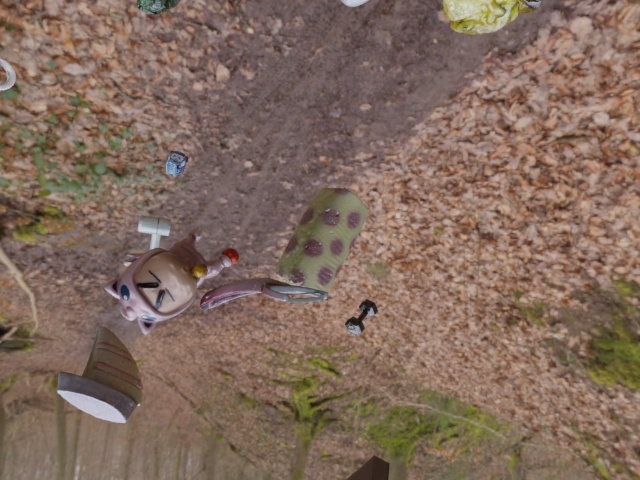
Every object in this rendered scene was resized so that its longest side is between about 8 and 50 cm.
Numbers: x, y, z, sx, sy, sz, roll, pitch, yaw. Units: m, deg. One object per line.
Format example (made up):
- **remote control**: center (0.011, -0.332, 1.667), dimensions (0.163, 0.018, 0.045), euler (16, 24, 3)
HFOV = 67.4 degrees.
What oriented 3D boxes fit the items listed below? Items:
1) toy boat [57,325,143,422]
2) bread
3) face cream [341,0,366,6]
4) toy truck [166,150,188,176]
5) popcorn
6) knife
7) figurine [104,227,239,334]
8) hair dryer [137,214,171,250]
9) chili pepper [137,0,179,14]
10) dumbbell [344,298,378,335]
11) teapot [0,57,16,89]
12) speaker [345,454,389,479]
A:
- **toy boat**: center (-0.683, 0.450, 1.569), dimensions (0.111, 0.293, 0.276), euler (-32, 108, 26)
- **bread**: center (0.000, 0.000, 1.514), dimensions (0.155, 0.338, 0.187), euler (37, 166, -32)
- **face cream**: center (0.036, -0.627, 0.888), dimensions (0.336, 0.163, 0.080), euler (54, 177, -35)
- **toy truck**: center (-0.441, -0.229, 1.447), dimensions (0.056, 0.073, 0.090), euler (21, -158, -9)
- **popcorn**: center (0.333, -0.494, 0.927), dimensions (0.168, 0.173, 0.195), euler (11, 178, -15)
- **knife**: center (-0.121, 0.096, 0.871), dimensions (0.278, 0.053, 0.123), euler (-9, 167, 39)
- **figurine**: center (-0.328, 0.065, 1.079), dimensions (0.186, 0.176, 0.287), euler (-31, -176, 45)
- **hair dryer**: center (-0.461, 0.001, 1.314), dimensions (0.082, 0.137, 0.047), euler (7, -164, -21)
- **chili pepper**: center (-0.356, -0.570, 1.006), dimensions (0.062, 0.108, 0.216), euler (20, 162, 5)
- **dumbbell**: center (0.085, 0.158, 0.987), dimensions (0.036, 0.083, 0.040), euler (46, 138, 0)
- **teapot**: center (-0.563, -0.280, 0.707), dimensions (0.145, 0.092, 0.226), euler (-3, 169, 21)
- **speaker**: center (0.081, 0.587, 1.103), dimensions (0.044, 0.082, 0.218), euler (29, 123, -6)
